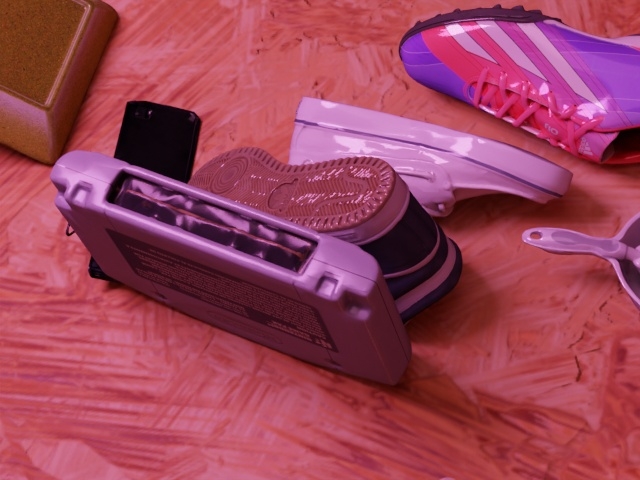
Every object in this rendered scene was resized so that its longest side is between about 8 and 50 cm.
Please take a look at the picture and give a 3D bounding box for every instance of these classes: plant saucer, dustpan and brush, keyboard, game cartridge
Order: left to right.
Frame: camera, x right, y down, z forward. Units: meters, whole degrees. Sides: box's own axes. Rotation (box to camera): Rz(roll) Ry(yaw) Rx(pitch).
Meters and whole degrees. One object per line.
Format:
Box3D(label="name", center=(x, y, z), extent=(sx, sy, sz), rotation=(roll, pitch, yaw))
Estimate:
Box3D(label="plant saucer", center=(-0.299, -0.194, 1.690), extent=(0.188, 0.045, 0.188), rotation=(26, 63, -15))
Box3D(label="keyboard", center=(-0.175, -0.043, 1.652), extent=(0.100, 0.038, 0.192), rotation=(14, 60, -8))
Box3D(label="game cartridge", center=(-0.069, 0.027, 1.484), extent=(0.297, 0.198, 0.062), rotation=(20, 74, 20))
Box3D(label="dustpan and brush", center=(0.277, 0.017, 1.502), extent=(0.211, 0.060, 0.147), rotation=(5, 61, 14))

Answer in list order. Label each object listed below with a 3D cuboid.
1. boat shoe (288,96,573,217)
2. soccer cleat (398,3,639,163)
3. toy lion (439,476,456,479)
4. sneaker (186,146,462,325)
Box3D(label="boat shoe", center=(0.094, -0.061, 1.579), extent=(0.258, 0.095, 0.084), rotation=(15, 92, 22))
Box3D(label="soccer cleat", center=(0.217, -0.128, 1.577), extent=(0.318, 0.108, 0.116), rotation=(10, 67, 14))
Box3D(label="toy lion", center=(0.073, 0.247, 1.430), extent=(0.100, 0.034, 0.096), rotation=(-12, 66, 4))
Box3D(label="sneaker", center=(0.000, 0.000, 1.558), extent=(0.282, 0.153, 0.099), rotation=(4, 59, 49))
